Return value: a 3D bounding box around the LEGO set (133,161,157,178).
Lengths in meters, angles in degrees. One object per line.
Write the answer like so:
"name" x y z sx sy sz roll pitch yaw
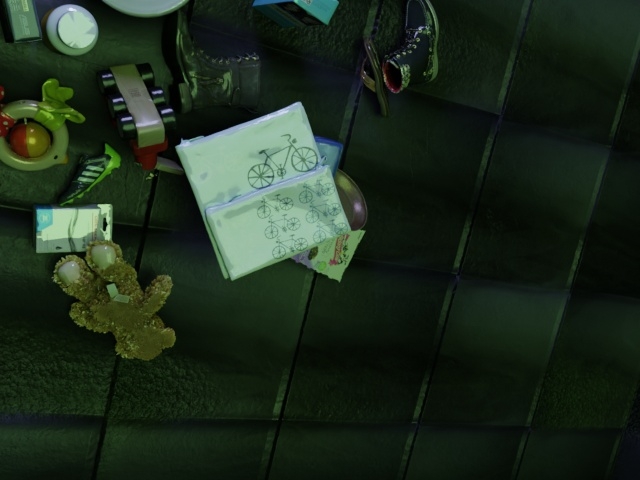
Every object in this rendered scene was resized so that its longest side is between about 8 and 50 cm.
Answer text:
"LEGO set" -0.414 -0.187 1.774 0.054 0.023 0.083 -39 118 -13

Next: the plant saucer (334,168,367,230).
"plant saucer" 0.042 -0.106 1.976 0.198 0.036 0.198 26 46 -31

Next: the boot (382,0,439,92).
"boot" 0.235 -0.517 1.959 0.178 0.085 0.236 -33 122 -42

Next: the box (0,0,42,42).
"box" -0.622 -0.516 1.485 0.059 0.183 0.232 -15 109 -23

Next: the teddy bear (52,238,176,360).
"teddy bear" -0.481 0.138 1.766 0.245 0.113 0.338 -46 121 6

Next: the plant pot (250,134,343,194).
"plant pot" -0.103 -0.165 1.829 0.212 0.236 0.236 14 97 -23

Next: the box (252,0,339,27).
"box" -0.063 -0.552 1.732 0.100 0.244 0.060 27 90 -30

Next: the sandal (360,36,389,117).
"sandal" 0.140 -0.430 1.979 0.060 0.090 0.219 -8 123 13

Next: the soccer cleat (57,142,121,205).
"soccer cleat" -0.541 -0.151 1.702 0.179 0.060 0.072 -44 109 -18

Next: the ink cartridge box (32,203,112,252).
"ink cartridge box" -0.567 -0.030 1.714 0.180 0.060 0.104 -2 104 -28

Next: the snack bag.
"snack bag" -0.124 -0.116 1.698 0.323 0.037 0.342 -21 106 -9

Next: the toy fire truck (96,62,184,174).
"toy fire truck" -0.400 -0.253 1.691 0.158 0.217 0.246 -17 149 -24

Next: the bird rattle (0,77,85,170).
"bird rattle" -0.638 -0.240 1.590 0.253 0.143 0.207 -13 125 -21

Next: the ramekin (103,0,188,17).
"ramekin" -0.374 -0.607 1.583 0.273 0.127 0.273 -1 96 -6

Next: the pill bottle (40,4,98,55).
"pill bottle" -0.526 -0.440 1.554 0.103 0.184 0.103 -7 106 -25

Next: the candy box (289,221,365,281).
"candy box" 0.000 0.000 2.013 0.196 0.070 0.165 26 90 -30

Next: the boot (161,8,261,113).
"boot" -0.251 -0.425 1.771 0.229 0.091 0.263 -15 114 -29
